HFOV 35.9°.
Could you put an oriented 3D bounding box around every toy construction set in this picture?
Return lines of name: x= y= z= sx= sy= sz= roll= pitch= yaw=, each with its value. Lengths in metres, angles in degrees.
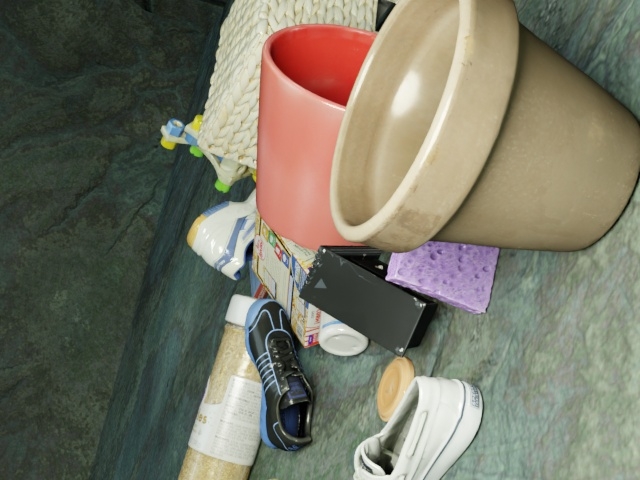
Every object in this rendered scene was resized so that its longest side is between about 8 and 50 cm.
toy construction set: x=-0.122 y=-0.199 z=1.873 sx=0.328 sy=0.215 sz=0.151 roll=-35 pitch=-21 yaw=-41

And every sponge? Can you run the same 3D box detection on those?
sponge: x=0.150 y=-0.035 z=1.094 sx=0.031 sy=0.117 sz=0.210 roll=-23 pitch=49 yaw=66

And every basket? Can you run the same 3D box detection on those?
basket: x=-0.021 y=-0.309 z=1.669 sx=0.331 sy=0.267 sz=0.328 roll=129 pitch=153 yaw=-52

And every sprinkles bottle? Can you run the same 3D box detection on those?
sprinkles bottle: x=-0.141 y=0.274 z=1.658 sx=0.121 sy=0.121 sz=0.355 roll=178 pitch=110 yaw=-72

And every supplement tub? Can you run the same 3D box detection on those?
supplement tub: x=0.035 y=0.101 z=1.384 sx=0.071 sy=0.071 sz=0.107 roll=129 pitch=154 yaw=-48

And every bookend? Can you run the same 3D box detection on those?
bookend: x=0.084 y=0.071 z=1.228 sx=0.157 sy=0.156 sz=0.072 roll=29 pitch=104 yaw=28

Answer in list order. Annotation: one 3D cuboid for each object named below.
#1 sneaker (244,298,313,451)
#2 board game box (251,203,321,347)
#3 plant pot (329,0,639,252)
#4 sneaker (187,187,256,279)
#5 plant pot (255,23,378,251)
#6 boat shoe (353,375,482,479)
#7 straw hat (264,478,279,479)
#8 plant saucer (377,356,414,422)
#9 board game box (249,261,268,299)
sneaker: x=-0.054 y=0.197 z=1.477 sx=0.090 sy=0.081 sz=0.232 roll=-18 pitch=80 yaw=57
board game box: x=-0.045 y=0.046 z=1.524 sx=0.193 sy=0.045 sz=0.146 roll=53 pitch=149 yaw=39
plant pot: x=0.163 y=-0.091 z=0.918 sx=0.263 sy=0.229 sz=0.263 roll=-160 pitch=90 yaw=-73
sneaker: x=-0.092 y=-0.025 z=1.744 sx=0.296 sy=0.131 sz=0.112 roll=-34 pitch=-20 yaw=-35
plant pot: x=0.029 y=-0.132 z=1.362 sx=0.275 sy=0.275 sz=0.243 roll=-95 pitch=19 yaw=-53
boat shoe: x=0.078 y=0.243 z=1.075 sx=0.095 sy=0.084 sz=0.258 roll=-103 pitch=36 yaw=-60
straw hat: x=-0.111 y=0.423 z=1.500 sx=0.061 sy=0.145 sz=0.144 roll=64 pitch=157 yaw=-1
plant saucer: x=0.090 y=0.183 z=1.221 sx=0.083 sy=0.013 sz=0.083 roll=-161 pitch=90 yaw=-74
board game box: x=-0.109 y=-0.007 z=2.015 sx=0.281 sy=0.027 sz=0.145 roll=-101 pitch=33 yaw=-59
